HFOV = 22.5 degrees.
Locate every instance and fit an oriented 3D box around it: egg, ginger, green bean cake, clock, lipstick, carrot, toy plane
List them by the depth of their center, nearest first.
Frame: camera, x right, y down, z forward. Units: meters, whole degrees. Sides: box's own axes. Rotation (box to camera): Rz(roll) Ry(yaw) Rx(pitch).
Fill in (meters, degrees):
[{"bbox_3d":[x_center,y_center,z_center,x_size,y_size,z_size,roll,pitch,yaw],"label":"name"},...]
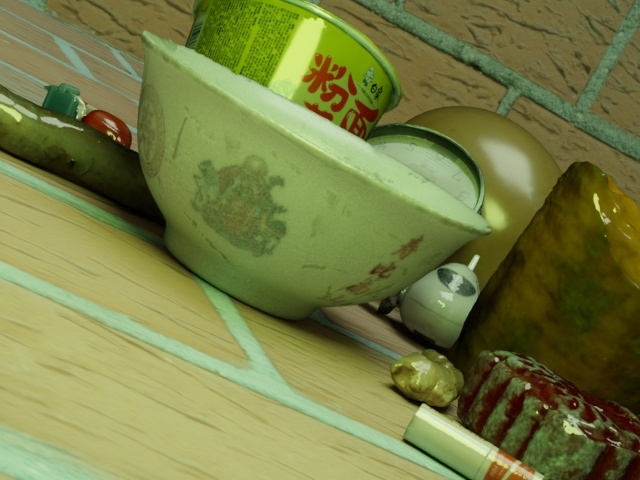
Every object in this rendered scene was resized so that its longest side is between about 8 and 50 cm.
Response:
[{"bbox_3d":[0.140,0.198,1.464,0.131,0.038,0.038,31,7,11],"label":"lipstick"},{"bbox_3d":[0.278,0.214,1.658,0.233,0.097,0.198,25,8,-25],"label":"green bean cake"},{"bbox_3d":[0.119,0.148,1.716,0.069,0.051,0.173,30,2,13],"label":"ginger"},{"bbox_3d":[0.310,0.082,1.851,0.241,0.340,0.241,26,26,-14],"label":"carrot"},{"bbox_3d":[0.167,0.080,2.103,0.252,0.118,0.252,27,9,-5],"label":"toy plane"},{"bbox_3d":[0.118,-0.075,2.241,0.226,0.049,0.226,5,46,-5],"label":"clock"},{"bbox_3d":[0.228,-0.044,2.446,0.301,0.301,0.374,23,10,-41],"label":"egg"}]

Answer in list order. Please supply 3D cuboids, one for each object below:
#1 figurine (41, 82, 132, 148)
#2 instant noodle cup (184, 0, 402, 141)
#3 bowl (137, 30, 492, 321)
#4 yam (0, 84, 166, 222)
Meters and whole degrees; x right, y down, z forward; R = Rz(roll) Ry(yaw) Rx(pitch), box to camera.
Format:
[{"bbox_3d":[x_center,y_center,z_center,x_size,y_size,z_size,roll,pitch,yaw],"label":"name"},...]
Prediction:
[{"bbox_3d":[-0.298,-0.148,2.054,0.140,0.068,0.075,30,4,21],"label":"figurine"},{"bbox_3d":[-0.072,-0.154,2.072,0.311,0.221,0.311,23,-17,8],"label":"instant noodle cup"},{"bbox_3d":[-0.048,-0.039,1.748,0.435,0.196,0.435,29,8,-5],"label":"bowl"},{"bbox_3d":[-0.278,-0.101,1.809,0.317,0.067,0.071,27,-5,-26],"label":"yam"}]
